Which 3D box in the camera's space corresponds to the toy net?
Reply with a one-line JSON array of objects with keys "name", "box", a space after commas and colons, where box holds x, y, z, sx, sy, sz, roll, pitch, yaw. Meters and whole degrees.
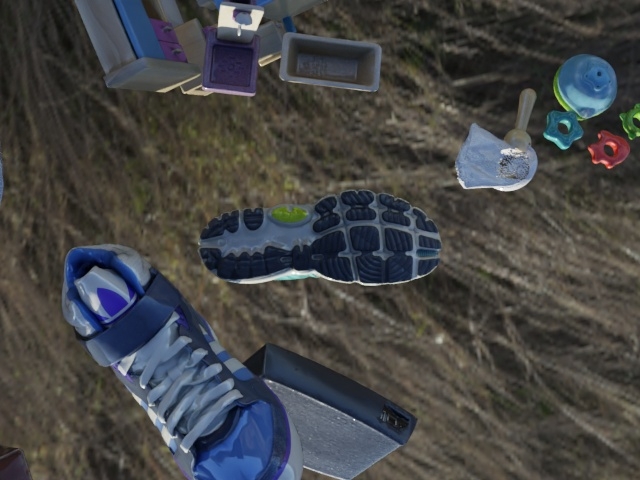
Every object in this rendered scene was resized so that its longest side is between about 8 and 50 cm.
[{"name": "toy net", "box": [0.238, -0.104, 1.304, 0.232, 0.045, 0.122, -34, 87, -17]}]

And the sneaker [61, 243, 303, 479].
[{"name": "sneaker", "box": [-0.166, 0.127, 1.282, 0.130, 0.323, 0.236, -43, 134, 2]}]

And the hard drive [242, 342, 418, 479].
[{"name": "hard drive", "box": [-0.013, 0.243, 1.705, 0.255, 0.054, 0.172, 29, 132, -23]}]

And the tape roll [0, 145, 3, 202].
[{"name": "tape roll", "box": [-0.383, -0.066, 1.058, 0.219, 0.072, 0.219, -7, 121, -12]}]

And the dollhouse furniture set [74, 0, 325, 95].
[{"name": "dollhouse furniture set", "box": [-0.074, -0.298, 1.245, 0.303, 0.286, 0.198, -22, 88, 17]}]

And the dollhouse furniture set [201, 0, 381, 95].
[{"name": "dollhouse furniture set", "box": [-0.012, -0.142, 0.785, 0.114, 0.091, 0.081, 6, 170, -8]}]

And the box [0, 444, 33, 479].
[{"name": "box", "box": [-0.511, 0.393, 1.445, 0.381, 0.143, 0.191, -20, 99, -34]}]

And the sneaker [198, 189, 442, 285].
[{"name": "sneaker", "box": [0.000, 0.000, 1.422, 0.275, 0.107, 0.110, 1, 174, 5]}]
